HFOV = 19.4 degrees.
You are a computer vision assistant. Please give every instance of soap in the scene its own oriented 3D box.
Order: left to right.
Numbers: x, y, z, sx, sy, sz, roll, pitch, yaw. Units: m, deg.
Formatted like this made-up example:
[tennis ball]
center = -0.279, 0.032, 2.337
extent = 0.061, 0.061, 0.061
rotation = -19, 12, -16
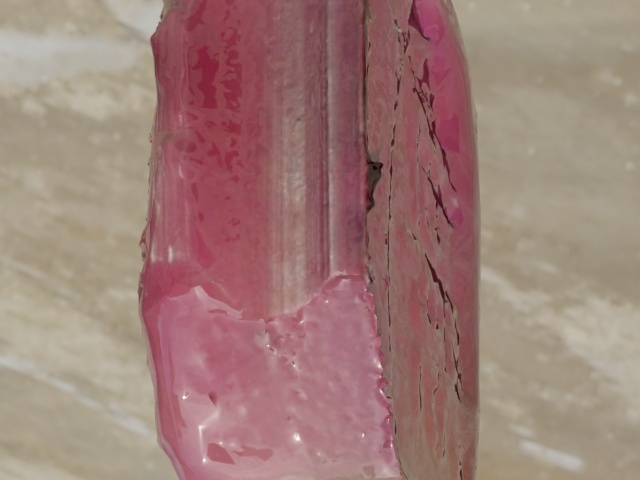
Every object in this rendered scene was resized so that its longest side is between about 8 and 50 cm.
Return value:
[soap]
center = 0.000, 0.000, 0.933
extent = 0.127, 0.325, 0.220
rotation = -5, 160, 20
